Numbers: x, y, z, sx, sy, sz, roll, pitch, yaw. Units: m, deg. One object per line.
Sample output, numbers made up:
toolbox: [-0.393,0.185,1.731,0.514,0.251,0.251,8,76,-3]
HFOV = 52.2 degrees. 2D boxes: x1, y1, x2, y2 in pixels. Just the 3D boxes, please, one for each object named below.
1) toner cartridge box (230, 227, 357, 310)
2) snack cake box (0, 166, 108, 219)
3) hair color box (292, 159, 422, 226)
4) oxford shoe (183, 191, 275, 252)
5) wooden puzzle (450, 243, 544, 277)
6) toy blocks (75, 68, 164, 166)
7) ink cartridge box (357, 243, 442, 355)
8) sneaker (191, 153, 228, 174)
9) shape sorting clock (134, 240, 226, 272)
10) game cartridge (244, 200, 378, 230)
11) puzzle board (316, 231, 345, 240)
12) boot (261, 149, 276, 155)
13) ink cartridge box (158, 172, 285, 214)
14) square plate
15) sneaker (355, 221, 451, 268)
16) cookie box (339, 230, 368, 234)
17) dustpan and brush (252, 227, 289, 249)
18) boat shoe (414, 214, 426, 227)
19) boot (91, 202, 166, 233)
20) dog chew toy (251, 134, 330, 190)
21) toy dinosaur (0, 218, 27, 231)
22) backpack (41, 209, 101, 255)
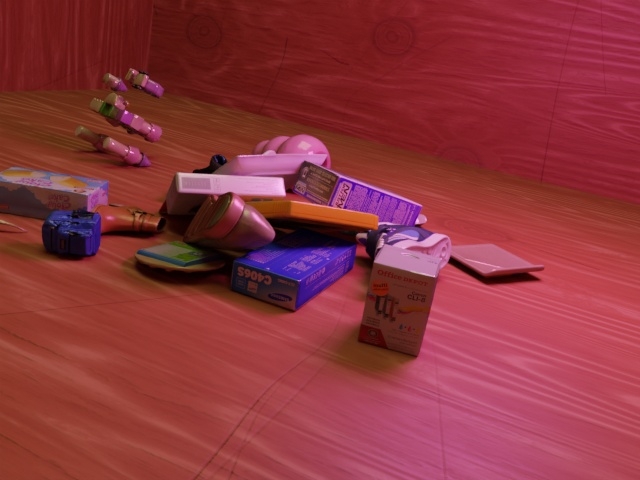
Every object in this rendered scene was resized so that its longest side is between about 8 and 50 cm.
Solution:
toner cartridge box: [-0.052,0.058,1.551,0.165,0.075,0.348,15,19,21]
snack cake box: [-0.715,-0.119,1.723,0.265,0.089,0.152,9,17,-1]
hair color box: [0.110,-0.122,1.902,0.339,0.110,0.185,17,9,-38]
oxford shoe: [-0.229,-0.022,1.583,0.147,0.140,0.397,32,-9,-20]
wooden puzzle: [0.481,0.060,1.882,0.221,0.044,0.239,-2,17,-31]
toy blocks: [-0.669,-0.432,2.386,0.289,0.308,0.260,24,-3,42]
ink cartridge box: [0.161,0.116,1.321,0.128,0.176,0.127,13,18,11]
sneaker: [-0.364,-0.241,2.214,0.079,0.121,0.217,-4,22,-38]
shape sorting clock: [-0.322,0.043,1.508,0.206,0.040,0.206,5,14,-1]
game cartridge: [-0.050,-0.058,1.688,0.285,0.052,0.324,7,-2,-35]
puzzle board: [0.000,0.000,1.855,0.128,0.011,0.096,17,21,23]
boot: [-0.237,-0.247,2.254,0.086,0.069,0.190,20,60,35]
ink cartridge box: [-0.279,-0.100,1.819,0.296,0.066,0.261,1,-22,-25]
square plate: [-0.200,-0.164,1.930,0.347,0.049,0.344,-8,-15,-44]
sneaker: [0.163,0.036,1.681,0.236,0.130,0.323,11,20,38]
cookie box: [0.101,-0.049,2.003,0.107,0.040,0.092,3,19,-19]
dustpan and brush: [-0.183,-0.007,1.732,0.211,0.060,0.147,23,20,18]
boat shoe: [0.286,-0.063,2.147,0.125,0.038,0.046,-5,64,-24]
boot: [-0.487,-0.046,1.651,0.153,0.072,0.197,15,21,3]
dog chew toy: [-0.123,-0.290,2.389,0.332,0.206,0.207,14,17,41]
toy dinosaur: [-0.791,-0.049,1.530,0.183,0.053,0.092,10,17,1]
backpack: [-0.566,-0.017,1.478,0.120,0.097,0.101,8,22,-9]
